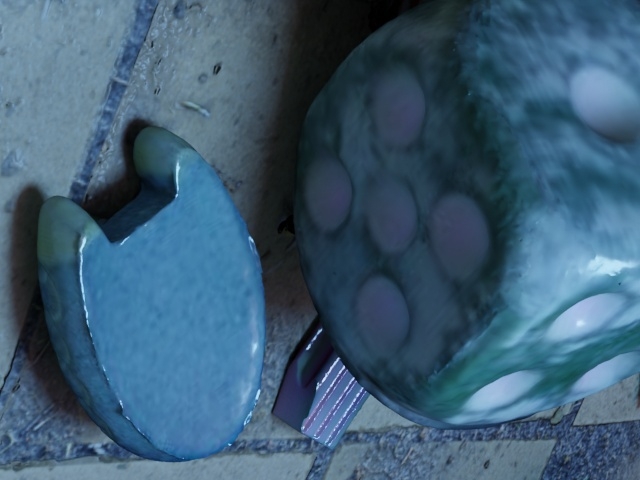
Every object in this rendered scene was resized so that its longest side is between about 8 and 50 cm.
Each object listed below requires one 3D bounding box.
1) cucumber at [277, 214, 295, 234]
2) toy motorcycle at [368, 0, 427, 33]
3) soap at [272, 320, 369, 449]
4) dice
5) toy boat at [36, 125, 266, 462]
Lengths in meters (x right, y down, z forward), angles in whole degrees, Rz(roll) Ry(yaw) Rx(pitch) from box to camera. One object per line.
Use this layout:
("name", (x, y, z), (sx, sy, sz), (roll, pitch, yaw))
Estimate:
("cucumber", (0.000, 0.000, 1.880), (0.039, 0.043, 0.163), (-23, 149, 26))
("toy motorcycle", (0.128, -0.276, 1.758), (0.084, 0.118, 0.212), (28, 94, -46))
("soap", (0.015, 0.144, 1.979), (0.149, 0.056, 0.100), (-56, 145, -1))
("dice", (0.190, -0.032, 1.743), (0.328, 0.330, 0.348), (-6, 150, -35))
("toy boat", (-0.165, 0.060, 1.697), (0.215, 0.123, 0.330), (-44, 131, -31))
